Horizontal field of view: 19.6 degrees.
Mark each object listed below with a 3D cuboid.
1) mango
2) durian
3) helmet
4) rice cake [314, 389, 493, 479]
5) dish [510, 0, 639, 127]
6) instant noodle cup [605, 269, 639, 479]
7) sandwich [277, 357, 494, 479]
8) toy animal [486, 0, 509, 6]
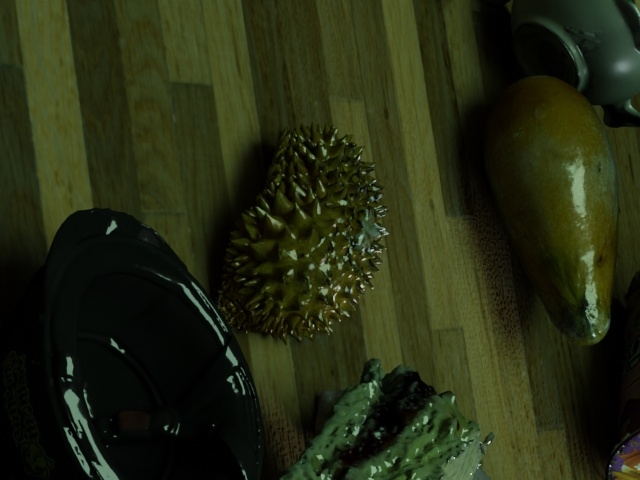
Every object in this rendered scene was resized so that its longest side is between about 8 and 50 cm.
[{"bbox_3d":[0.275,-0.034,2.108,0.193,0.146,0.316,29,46,-75],"label":"mango"},{"bbox_3d":[0.005,-0.007,1.779,0.183,0.138,0.249,43,41,-26],"label":"durian"},{"bbox_3d":[-0.175,0.129,1.468,0.230,0.160,0.279,-1,65,-54],"label":"helmet"},{"bbox_3d":[0.122,0.248,1.907,0.399,0.064,0.070,37,42,-41],"label":"rice cake"},{"bbox_3d":[0.294,-0.218,2.175,0.078,0.224,0.246,-39,112,-25],"label":"dish"},{"bbox_3d":[0.510,0.167,2.251,0.340,0.340,0.266,39,43,-40],"label":"instant noodle cup"},{"bbox_3d":[0.033,0.253,1.634,0.325,0.131,0.262,-44,156,-49],"label":"sandwich"},{"bbox_3d":[0.171,-0.317,2.134,0.255,0.116,0.114,43,34,-56],"label":"toy animal"}]
